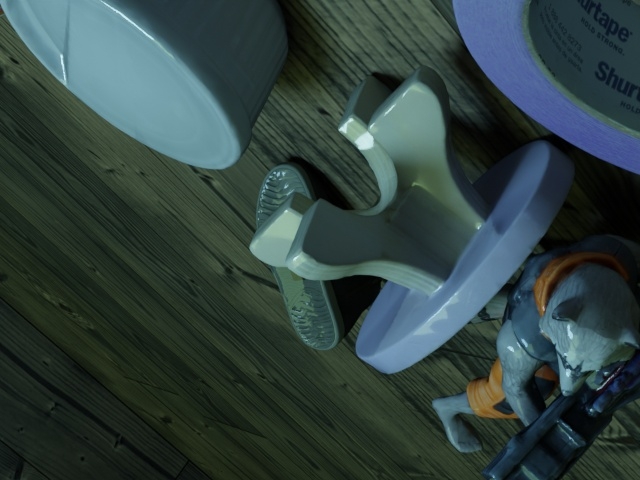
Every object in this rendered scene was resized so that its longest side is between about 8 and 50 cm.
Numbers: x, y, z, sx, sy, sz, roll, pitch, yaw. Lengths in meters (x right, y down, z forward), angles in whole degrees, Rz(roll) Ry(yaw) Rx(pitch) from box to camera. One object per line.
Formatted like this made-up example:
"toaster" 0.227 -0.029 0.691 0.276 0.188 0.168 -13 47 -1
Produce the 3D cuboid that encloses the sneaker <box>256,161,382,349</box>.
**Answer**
"sneaker" 0.000 0.000 1.654 0.083 0.118 0.222 3 117 32

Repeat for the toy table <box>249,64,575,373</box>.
"toy table" 0.067 -0.018 1.246 0.161 0.252 0.274 35 119 -12

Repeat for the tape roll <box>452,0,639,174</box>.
"tape roll" 0.217 -0.135 0.837 0.274 0.090 0.275 21 158 9

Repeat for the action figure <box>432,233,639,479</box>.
"action figure" 0.165 0.100 1.221 0.178 0.341 0.330 45 164 0

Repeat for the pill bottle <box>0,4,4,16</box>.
"pill bottle" -0.328 -0.298 1.415 0.121 0.121 0.216 38 161 -7

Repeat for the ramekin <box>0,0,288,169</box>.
"ramekin" -0.152 -0.199 1.342 0.273 0.127 0.273 31 162 12
